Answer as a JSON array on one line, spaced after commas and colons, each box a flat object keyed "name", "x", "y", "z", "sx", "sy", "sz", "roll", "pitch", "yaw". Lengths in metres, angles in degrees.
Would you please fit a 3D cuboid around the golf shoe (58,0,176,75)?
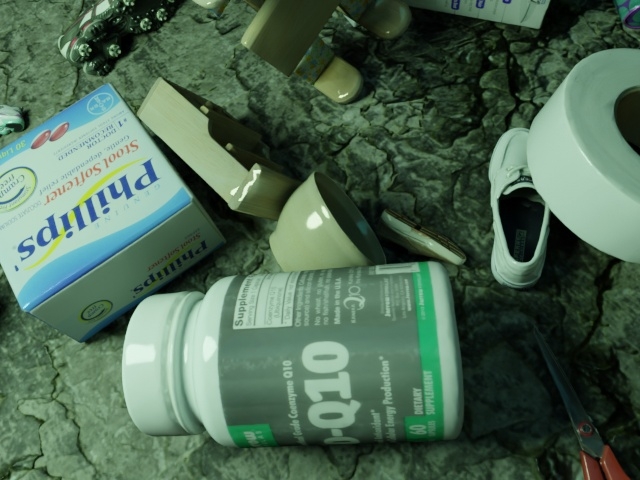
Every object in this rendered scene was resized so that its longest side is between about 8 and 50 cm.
[{"name": "golf shoe", "x": -0.399, "y": -0.448, "z": 1.081, "sx": 0.120, "sy": 0.105, "sz": 0.273, "roll": 34, "pitch": 73, "yaw": 31}]

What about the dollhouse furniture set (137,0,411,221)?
[{"name": "dollhouse furniture set", "x": -0.042, "y": -0.258, "z": 0.789, "sx": 0.256, "sy": 0.362, "sz": 0.394, "roll": 42, "pitch": 104, "yaw": 25}]

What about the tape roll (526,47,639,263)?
[{"name": "tape roll", "x": 0.423, "y": -0.112, "z": 0.717, "sx": 0.287, "sy": 0.100, "sz": 0.286, "roll": 5, "pitch": 60, "yaw": -8}]

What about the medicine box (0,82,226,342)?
[{"name": "medicine box", "x": -0.339, "y": -0.047, "z": 0.837, "sx": 0.264, "sy": 0.149, "sz": 0.289, "roll": -36, "pitch": 62, "yaw": -9}]

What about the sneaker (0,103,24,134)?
[{"name": "sneaker", "x": -0.609, "y": -0.231, "z": 1.044, "sx": 0.098, "sy": 0.038, "sz": 0.069, "roll": -11, "pitch": 60, "yaw": -6}]

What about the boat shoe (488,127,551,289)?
[{"name": "boat shoe", "x": 0.285, "y": -0.062, "z": 0.769, "sx": 0.095, "sy": 0.084, "sz": 0.257, "roll": 1, "pitch": 64, "yaw": 11}]

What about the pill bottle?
[{"name": "pill bottle", "x": -0.026, "y": 0.137, "z": 0.656, "sx": 0.362, "sy": 0.204, "sz": 0.204, "roll": -5, "pitch": 63, "yaw": 8}]

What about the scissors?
[{"name": "scissors", "x": 0.328, "y": 0.240, "z": 0.648, "sx": 0.109, "sy": 0.021, "sz": 0.296, "roll": -6, "pitch": 61, "yaw": 10}]

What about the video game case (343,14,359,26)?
[{"name": "video game case", "x": 0.093, "y": -0.510, "z": 1.068, "sx": 0.173, "sy": 0.022, "sz": 0.190, "roll": -29, "pitch": 62, "yaw": -5}]

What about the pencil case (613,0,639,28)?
[{"name": "pencil case", "x": 0.526, "y": -0.426, "z": 0.925, "sx": 0.070, "sy": 0.064, "sz": 0.151, "roll": -12, "pitch": 61, "yaw": 22}]

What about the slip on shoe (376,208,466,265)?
[{"name": "slip on shoe", "x": 0.141, "y": 0.004, "z": 0.789, "sx": 0.135, "sy": 0.051, "sz": 0.041, "roll": 30, "pitch": 112, "yaw": 14}]

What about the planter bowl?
[{"name": "planter bowl", "x": 0.000, "y": 0.000, "z": 0.760, "sx": 0.109, "sy": 0.162, "sz": 0.162, "roll": -35, "pitch": 60, "yaw": 17}]

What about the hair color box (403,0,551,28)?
[{"name": "hair color box", "x": 0.224, "y": -0.473, "z": 0.912, "sx": 0.339, "sy": 0.185, "sz": 0.110, "roll": 17, "pitch": 81, "yaw": 12}]
